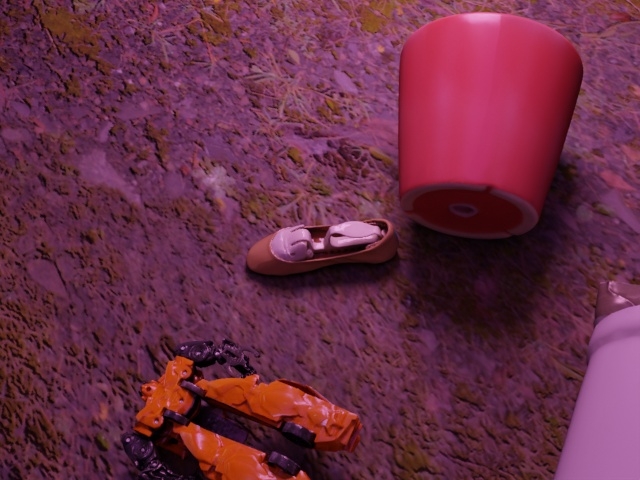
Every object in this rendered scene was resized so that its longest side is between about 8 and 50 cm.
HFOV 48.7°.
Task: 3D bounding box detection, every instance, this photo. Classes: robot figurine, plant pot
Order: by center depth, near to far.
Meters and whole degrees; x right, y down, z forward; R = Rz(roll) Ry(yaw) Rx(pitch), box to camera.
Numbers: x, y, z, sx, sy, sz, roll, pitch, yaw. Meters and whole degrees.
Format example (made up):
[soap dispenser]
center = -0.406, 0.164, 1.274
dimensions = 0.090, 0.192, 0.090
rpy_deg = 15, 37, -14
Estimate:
[robot figurine]
center = -0.107, 0.244, 0.897
dimensions = 0.291, 0.085, 0.211
rpy_deg = 16, 60, 24
[plant pot]
center = 0.229, -0.148, 1.027
dimensions = 0.275, 0.275, 0.243
rpy_deg = 10, 72, 10

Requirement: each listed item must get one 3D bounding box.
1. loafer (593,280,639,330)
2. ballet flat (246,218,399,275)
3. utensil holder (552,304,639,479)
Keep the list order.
[loafer]
center = 0.495, 0.080, 0.955
dimensions = 0.251, 0.094, 0.087
rpy_deg = -4, 64, 2
[ballet flat]
center = 0.000, 0.000, 1.051
dimensions = 0.232, 0.073, 0.080
rpy_deg = -7, 59, 0
[utensil holder]
center = 0.385, 0.305, 0.702
dimensions = 0.327, 0.328, 0.385
rpy_deg = 22, 65, 16
